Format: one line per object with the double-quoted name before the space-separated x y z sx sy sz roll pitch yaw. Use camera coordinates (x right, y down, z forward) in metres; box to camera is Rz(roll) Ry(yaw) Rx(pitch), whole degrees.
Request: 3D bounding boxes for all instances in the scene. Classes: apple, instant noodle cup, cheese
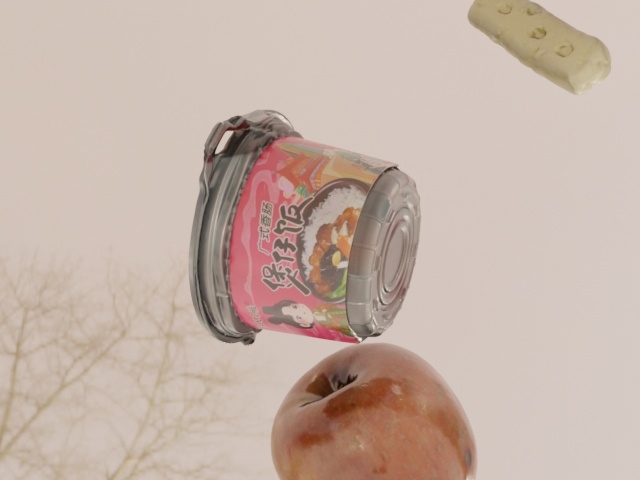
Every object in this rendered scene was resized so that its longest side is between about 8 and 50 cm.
"apple" 0.070 0.247 1.196 0.254 0.253 0.253 -5 -49 -6
"instant noodle cup" 0.000 0.000 1.078 0.182 0.258 0.302 11 -22 20
"cheese" 0.236 -0.223 1.108 0.065 0.194 0.043 -47 -40 3
